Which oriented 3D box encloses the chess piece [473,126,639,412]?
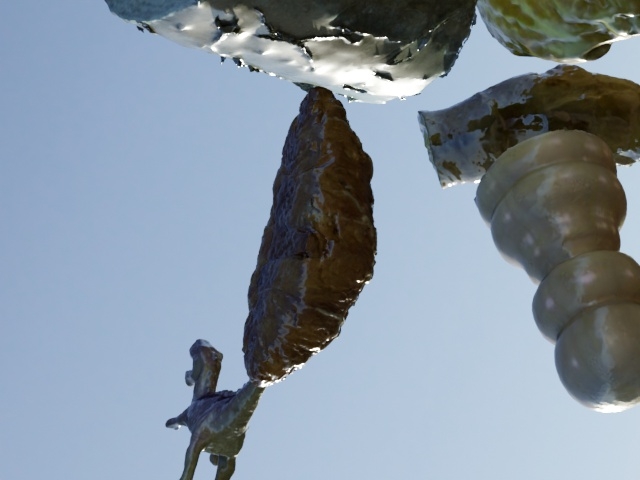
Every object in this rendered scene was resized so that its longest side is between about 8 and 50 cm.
[{"bbox_3d":[0.242,0.039,1.658,0.143,0.143,0.261,56,-166,-55],"label":"chess piece"}]

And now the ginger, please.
[{"bbox_3d":[0.237,-0.126,1.979,0.109,0.263,0.116,-88,-15,-44],"label":"ginger"}]

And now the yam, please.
[{"bbox_3d":[-0.021,-0.253,1.601,0.348,0.241,0.241,8,-104,-49],"label":"yam"}]

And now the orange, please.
[{"bbox_3d":[0.289,-0.319,1.779,0.210,0.369,0.271,43,-133,-37],"label":"orange"}]

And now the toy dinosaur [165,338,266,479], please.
[{"bbox_3d":[-0.098,0.169,1.845,0.251,0.072,0.200,149,137,-69],"label":"toy dinosaur"}]

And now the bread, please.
[{"bbox_3d":[0.000,0.000,1.345,0.105,0.076,0.233,-14,64,64],"label":"bread"}]
